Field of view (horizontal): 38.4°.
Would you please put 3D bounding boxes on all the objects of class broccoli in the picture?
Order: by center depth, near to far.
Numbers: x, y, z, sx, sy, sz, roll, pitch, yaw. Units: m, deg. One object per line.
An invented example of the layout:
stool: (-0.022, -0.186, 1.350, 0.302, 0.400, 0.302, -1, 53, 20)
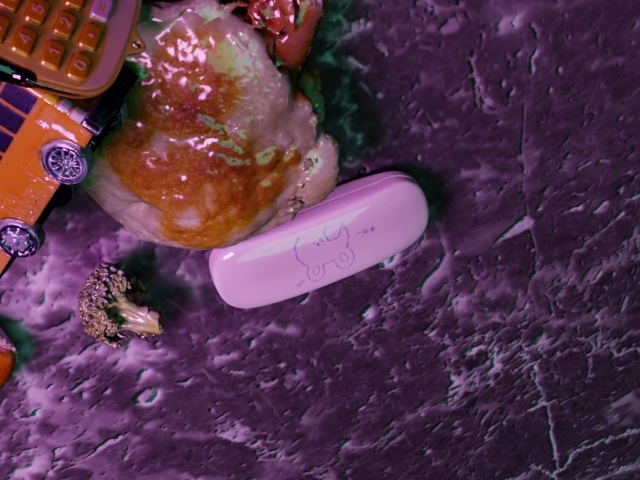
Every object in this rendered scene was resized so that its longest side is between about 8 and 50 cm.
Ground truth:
broccoli: (-0.190, 0.063, 0.888, 0.092, 0.095, 0.097, 10, 105, 7)

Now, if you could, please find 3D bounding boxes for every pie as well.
pie: (-0.114, -0.109, 0.797, 0.257, 0.105, 0.274, -6, 126, 0)

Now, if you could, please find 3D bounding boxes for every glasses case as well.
glasses case: (0.000, 0.000, 0.941, 0.233, 0.059, 0.092, -20, 132, -6)

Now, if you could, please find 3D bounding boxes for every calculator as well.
calculator: (-0.234, -0.181, 0.640, 0.236, 0.157, 0.033, 23, 141, -18)

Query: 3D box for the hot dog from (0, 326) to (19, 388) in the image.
hot dog: (-0.380, 0.143, 0.893, 0.191, 0.059, 0.108, -39, 126, 11)

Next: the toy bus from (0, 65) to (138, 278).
toy bus: (-0.242, -0.067, 0.724, 0.114, 0.098, 0.201, 34, 125, -15)
